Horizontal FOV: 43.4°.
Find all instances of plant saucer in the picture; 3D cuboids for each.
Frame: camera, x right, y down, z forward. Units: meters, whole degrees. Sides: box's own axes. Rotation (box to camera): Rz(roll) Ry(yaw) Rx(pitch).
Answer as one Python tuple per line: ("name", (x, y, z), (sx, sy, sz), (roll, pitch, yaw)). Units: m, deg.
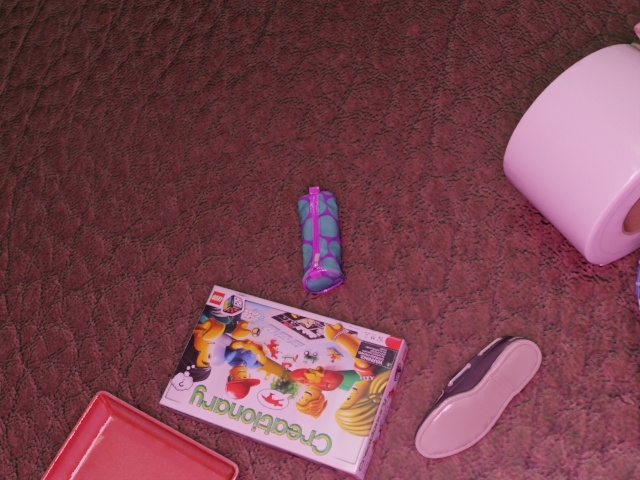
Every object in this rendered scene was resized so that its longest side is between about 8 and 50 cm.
("plant saucer", (-0.269, 0.373, 1.096), (0.259, 0.047, 0.258), (21, 70, 25))

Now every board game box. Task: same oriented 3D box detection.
("board game box", (-0.052, 0.192, 1.130), (0.305, 0.053, 0.193), (13, 67, 22))

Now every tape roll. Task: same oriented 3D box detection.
("tape roll", (0.390, -0.110, 1.060), (0.246, 0.246, 0.169), (-35, 59, -5))

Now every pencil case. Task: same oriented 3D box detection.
("pencil case", (0.000, 0.000, 1.210), (0.065, 0.070, 0.151), (-11, 59, 10))

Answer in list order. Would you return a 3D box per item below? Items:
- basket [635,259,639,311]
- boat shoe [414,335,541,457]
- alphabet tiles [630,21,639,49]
("basket", (0.465, 0.067, 0.938), (0.201, 0.254, 0.289), (32, 65, 35))
("boat shoe", (0.201, 0.204, 1.063), (0.206, 0.075, 0.065), (-43, 17, -3))
("alphabet tiles", (0.511, -0.169, 1.030), (0.021, 0.284, 0.278), (-43, 26, 10))
